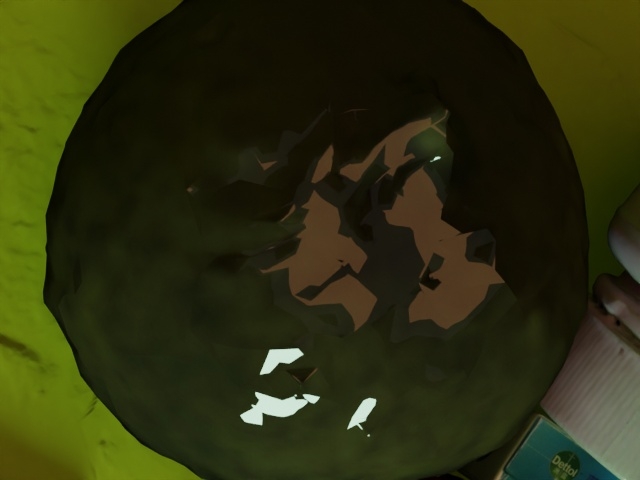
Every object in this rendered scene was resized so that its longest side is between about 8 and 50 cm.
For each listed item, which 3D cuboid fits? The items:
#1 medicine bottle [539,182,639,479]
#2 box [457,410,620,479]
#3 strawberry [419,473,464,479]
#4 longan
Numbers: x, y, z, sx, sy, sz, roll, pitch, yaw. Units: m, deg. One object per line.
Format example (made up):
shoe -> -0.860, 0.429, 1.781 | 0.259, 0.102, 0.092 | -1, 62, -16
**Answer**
medicine bottle -> 0.319, 0.047, 1.466 | 0.241, 0.241, 0.302 | 36, 99, -14
box -> 0.173, 0.182, 1.538 | 0.139, 0.194, 0.073 | 35, 87, -15
strawberry -> 0.070, 0.302, 1.479 | 0.257, 0.261, 0.261 | -41, 100, -9
longan -> 0.000, 0.000, 1.397 | 0.391, 0.391, 0.391 | 1, 86, -19
